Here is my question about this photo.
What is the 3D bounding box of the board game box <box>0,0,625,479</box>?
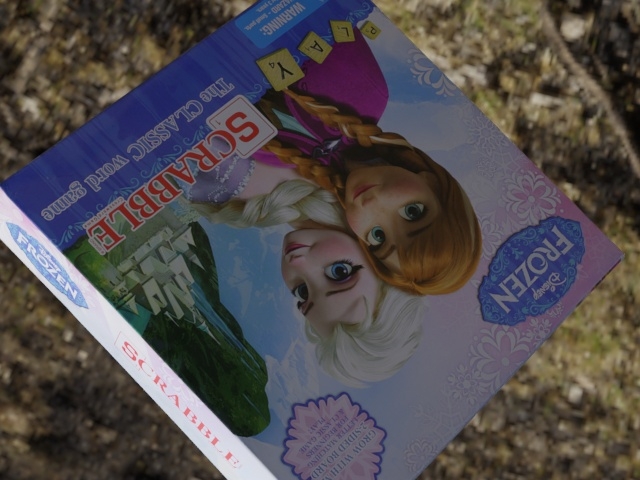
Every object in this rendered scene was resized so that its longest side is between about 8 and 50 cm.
[{"bbox_3d":[0.000,0.000,0.926,0.318,0.318,0.066,45,150,5],"label":"board game box"}]
